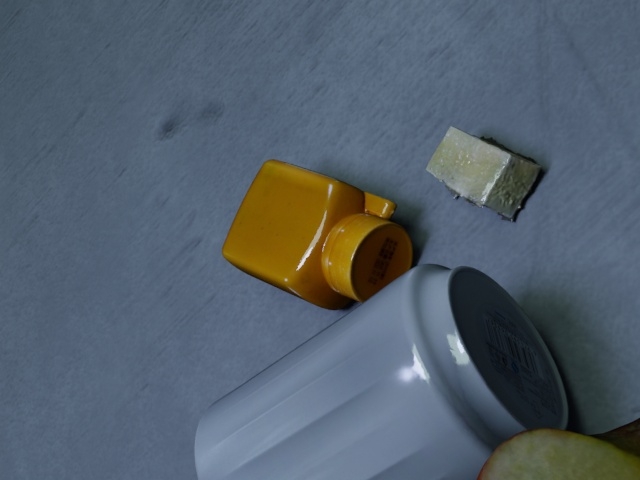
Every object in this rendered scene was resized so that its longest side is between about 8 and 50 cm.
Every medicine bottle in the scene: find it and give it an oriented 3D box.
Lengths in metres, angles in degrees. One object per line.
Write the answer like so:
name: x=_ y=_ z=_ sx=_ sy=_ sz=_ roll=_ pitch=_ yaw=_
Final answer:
medicine bottle: x=0.001 y=0.000 z=1.507 sx=0.222 sy=0.112 sz=0.149 roll=22 pitch=85 yaw=46

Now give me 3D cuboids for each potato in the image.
potato: x=0.183 y=-0.079 z=1.419 sx=0.122 sy=0.061 sz=0.086 roll=36 pitch=98 yaw=47

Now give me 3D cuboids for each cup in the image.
cup: x=0.085 y=0.225 z=1.258 sx=0.327 sy=0.237 sz=0.322 roll=-34 pitch=80 yaw=25

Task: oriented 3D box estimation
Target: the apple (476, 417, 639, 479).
apple: x=0.309 y=0.273 z=0.954 sx=0.329 sy=0.295 sz=0.365 roll=-45 pitch=54 yaw=9
